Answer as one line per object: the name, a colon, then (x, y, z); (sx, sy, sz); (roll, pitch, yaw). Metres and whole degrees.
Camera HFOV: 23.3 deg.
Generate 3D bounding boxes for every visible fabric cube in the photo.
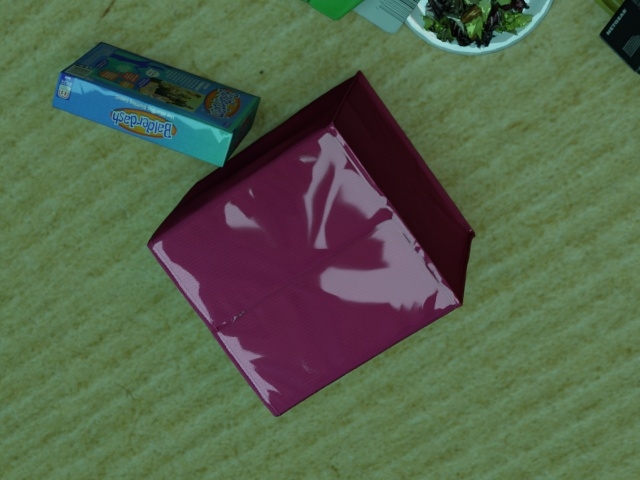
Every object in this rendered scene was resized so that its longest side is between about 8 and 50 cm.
fabric cube: (0.000, 0.000, 1.799); (0.258, 0.254, 0.259); (-33, 100, 17)

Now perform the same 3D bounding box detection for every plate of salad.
plate of salad: (0.172, -0.307, 1.769); (0.199, 0.048, 0.200); (3, 110, 8)

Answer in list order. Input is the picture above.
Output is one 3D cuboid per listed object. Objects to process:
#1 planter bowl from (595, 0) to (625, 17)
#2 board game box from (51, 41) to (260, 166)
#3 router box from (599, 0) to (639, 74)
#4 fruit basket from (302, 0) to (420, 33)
planter bowl: (0.388, -0.323, 1.703); (0.217, 0.090, 0.217); (3, 109, 8)
board game box: (-0.189, -0.162, 1.823); (0.210, 0.160, 0.047); (19, 112, 3)
router box: (0.478, -0.282, 1.637); (0.243, 0.081, 0.309); (18, 117, -39)
fruit basket: (0.035, -0.427, 1.652); (0.327, 0.165, 0.353); (27, 122, -14)
